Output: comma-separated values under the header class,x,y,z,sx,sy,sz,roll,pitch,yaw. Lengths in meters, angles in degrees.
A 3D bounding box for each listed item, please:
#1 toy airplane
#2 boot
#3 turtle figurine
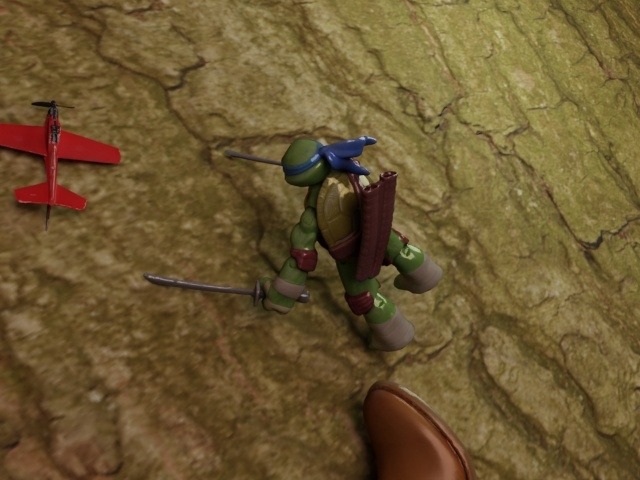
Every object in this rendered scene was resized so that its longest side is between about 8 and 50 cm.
class,x,y,z,sx,sy,sz,roll,pitch,yaw
toy airplane,-0.280,-0.084,0.711,0.151,0.028,0.151,15,59,-27
boot,0.060,0.305,0.693,0.220,0.109,0.283,-20,85,-34
turtle figurine,0.000,0.000,0.800,0.266,0.275,0.197,48,25,-28
